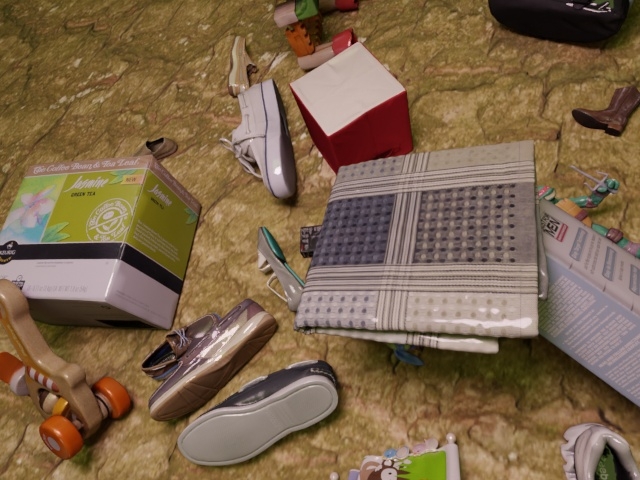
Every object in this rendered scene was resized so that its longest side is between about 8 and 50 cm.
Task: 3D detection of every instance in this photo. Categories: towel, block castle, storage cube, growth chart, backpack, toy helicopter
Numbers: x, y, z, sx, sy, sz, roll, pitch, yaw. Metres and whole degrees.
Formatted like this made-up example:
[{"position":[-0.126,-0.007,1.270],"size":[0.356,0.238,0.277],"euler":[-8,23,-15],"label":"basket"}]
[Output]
[{"position":[0.142,0.000,0.641],"size":[0.325,0.056,0.311],"euler":[-3,54,28],"label":"towel"},{"position":[-0.019,-0.666,1.059],"size":[0.213,0.453,0.302],"euler":[-9,62,20],"label":"block castle"},{"position":[0.070,-0.270,0.983],"size":[0.184,0.193,0.214],"euler":[-31,61,0],"label":"storage cube"},{"position":[0.107,0.385,0.692],"size":[0.238,0.021,0.172],"euler":[-24,16,13],"label":"growth chart"},{"position":[0.587,-0.624,0.994],"size":[0.290,0.273,0.355],"euler":[26,96,28],"label":"backpack"},{"position":[-0.544,0.236,0.867],"size":[0.235,0.354,0.140],"euler":[-7,20,33],"label":"toy helicopter"}]

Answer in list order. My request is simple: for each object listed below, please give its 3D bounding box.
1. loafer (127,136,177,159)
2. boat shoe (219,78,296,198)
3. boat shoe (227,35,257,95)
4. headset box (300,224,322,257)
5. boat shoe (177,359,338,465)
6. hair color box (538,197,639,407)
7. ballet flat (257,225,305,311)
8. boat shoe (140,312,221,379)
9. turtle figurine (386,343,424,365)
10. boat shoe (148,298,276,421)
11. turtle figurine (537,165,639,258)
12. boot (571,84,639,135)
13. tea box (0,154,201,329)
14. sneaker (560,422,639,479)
[{"position":[-0.459,-0.237,1.199],"size":[0.148,0.050,0.056],"euler":[-27,60,2],"label":"loafer"},{"position":[-0.157,-0.234,1.064],"size":[0.157,0.135,0.366],"euler":[-16,59,8],"label":"boat shoe"},{"position":[-0.210,-0.482,1.247],"size":[0.072,0.068,0.189],"euler":[0,74,3],"label":"boat shoe"},{"position":[0.000,0.000,0.962],"size":[0.084,0.032,0.062],"euler":[-7,64,12],"label":"headset box"},{"position":[-0.109,0.309,0.813],"size":[0.303,0.091,0.114],"euler":[-20,105,5],"label":"boat shoe"},{"position":[0.435,0.108,0.649],"size":[0.375,0.113,0.185],"euler":[39,37,16],"label":"hair color box"},{"position":[-0.095,0.058,0.940],"size":[0.068,0.072,0.213],"euler":[-38,61,1],"label":"ballet flat"},{"position":[-0.283,0.215,0.918],"size":[0.183,0.066,0.066],"euler":[-43,62,-7],"label":"boat shoe"},{"position":[0.228,0.075,0.745],"size":[0.267,0.274,0.198],"euler":[-23,23,-20],"label":"turtle figurine"},{"position":[-0.216,0.228,0.879],"size":[0.285,0.102,0.092],"euler":[-42,56,-10],"label":"boat shoe"},{"position":[0.454,-0.037,0.803],"size":[0.175,0.118,0.234],"euler":[-44,76,9],"label":"turtle figurine"},{"position":[0.592,-0.281,0.926],"size":[0.107,0.037,0.114],"euler":[32,80,13],"label":"boot"},{"position":[-0.487,0.011,0.989],"size":[0.330,0.220,0.323],"euler":[-2,64,16],"label":"tea box"},{"position":[0.402,0.400,0.605],"size":[0.110,0.118,0.291],"euler":[-7,65,11],"label":"sneaker"}]
